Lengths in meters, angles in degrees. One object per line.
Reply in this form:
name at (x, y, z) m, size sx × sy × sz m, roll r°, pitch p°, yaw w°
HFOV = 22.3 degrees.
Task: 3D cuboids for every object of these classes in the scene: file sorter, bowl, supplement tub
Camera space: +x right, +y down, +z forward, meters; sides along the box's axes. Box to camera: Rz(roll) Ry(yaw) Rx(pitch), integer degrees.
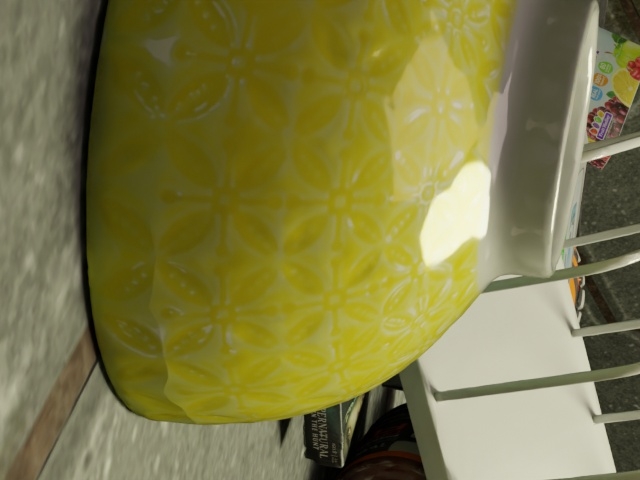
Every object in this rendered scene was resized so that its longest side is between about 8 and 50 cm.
file sorter at (0.176, 0.071, 1.050) m, size 0.193 × 0.173 × 0.277 m, roll -17°, pitch 93°, yaw -50°
bowl at (0.029, -0.054, 0.670) m, size 0.289 × 0.156 × 0.289 m, roll 9°, pitch 90°, yaw -79°
supplement tub at (0.060, 0.185, 1.127) m, size 0.198 × 0.106 × 0.106 m, roll -39°, pitch 137°, yaw -73°

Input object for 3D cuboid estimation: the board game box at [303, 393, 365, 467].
board game box at (0.016, 0.024, 0.915) m, size 0.186 × 0.026 × 0.126 m, roll 87°, pitch 17°, yaw -48°

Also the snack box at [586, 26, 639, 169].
snack box at (0.246, -0.145, 1.541) m, size 0.037 × 0.100 × 0.141 m, roll 110°, pitch 5°, yaw -53°

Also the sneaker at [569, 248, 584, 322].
sneaker at (0.198, -0.043, 1.616) m, size 0.180 × 0.125 × 0.321 m, roll 67°, pitch 24°, yaw -62°

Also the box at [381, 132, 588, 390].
box at (0.137, 0.014, 1.314) m, size 0.262 × 0.127 × 0.231 m, roll 23°, pitch 75°, yaw -79°
